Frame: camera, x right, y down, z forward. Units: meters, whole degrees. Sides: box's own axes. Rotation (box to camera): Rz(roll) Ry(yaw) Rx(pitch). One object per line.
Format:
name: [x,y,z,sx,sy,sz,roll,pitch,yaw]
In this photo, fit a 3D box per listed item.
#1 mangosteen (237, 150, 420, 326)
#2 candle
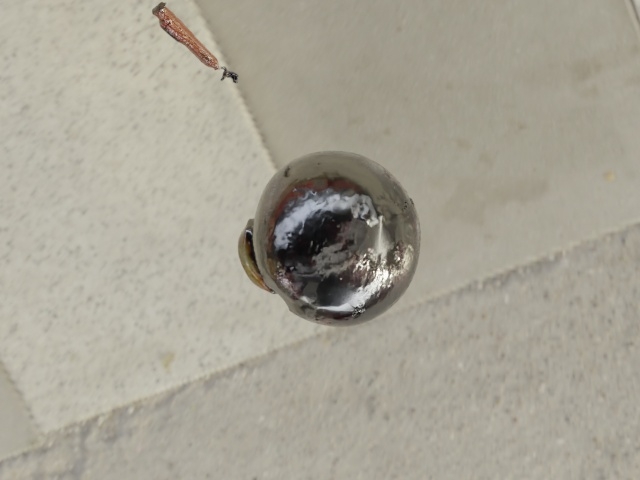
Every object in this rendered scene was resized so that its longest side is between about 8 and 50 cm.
mangosteen: [0.000,0.000,1.635,0.250,0.211,0.211,-6,117,57]
candle: [-0.159,-0.246,1.736,0.026,0.021,0.167,-56,137,-7]
